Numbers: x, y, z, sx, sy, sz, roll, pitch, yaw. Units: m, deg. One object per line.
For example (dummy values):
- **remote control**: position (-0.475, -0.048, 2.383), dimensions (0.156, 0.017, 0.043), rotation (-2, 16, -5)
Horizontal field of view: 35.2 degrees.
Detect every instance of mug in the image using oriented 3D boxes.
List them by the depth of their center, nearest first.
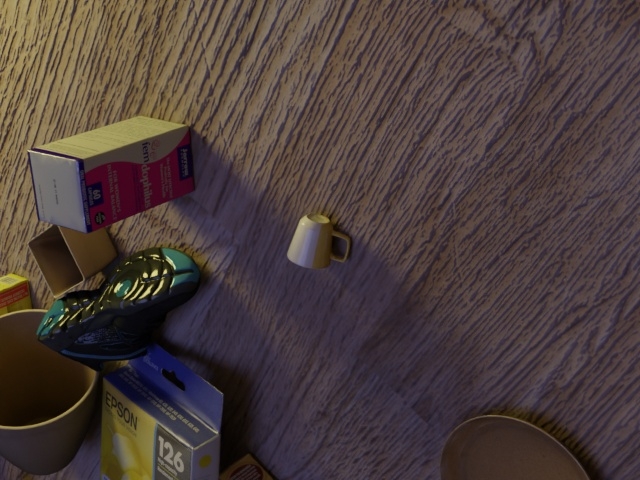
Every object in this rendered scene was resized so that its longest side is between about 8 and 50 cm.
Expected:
- **mug**: position (-0.003, -0.002, 1.411), dimensions (0.062, 0.078, 0.064), rotation (-130, 48, -57)

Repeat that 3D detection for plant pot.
- **plant pot**: position (0.266, 0.333, 1.338), dimensions (0.236, 0.032, 0.236), rotation (16, 118, 33)
- **plant pot**: position (-0.415, 0.020, 1.725), dimensions (0.109, 0.096, 0.109), rotation (-26, 90, 44)
- **plant pot**: position (-0.526, 0.310, 1.870), dimensions (0.256, 0.256, 0.274), rotation (35, 144, 23)

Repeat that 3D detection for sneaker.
- **sneaker**: position (-0.312, 0.118, 1.683), dimensions (0.341, 0.125, 0.139), rotation (-23, 127, 32)

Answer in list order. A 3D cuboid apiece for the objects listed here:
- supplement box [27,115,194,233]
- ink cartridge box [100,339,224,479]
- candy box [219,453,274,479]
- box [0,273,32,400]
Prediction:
- **supplement box**: position (-0.305, -0.103, 1.497), dimensions (0.114, 0.220, 0.111), rotation (13, 117, 34)
- **ink cartridge box**: position (-0.275, 0.343, 1.699), dimensions (0.304, 0.072, 0.307), rotation (25, 118, 47)
- **candy box**: position (-0.067, 0.528, 1.661), dimensions (0.316, 0.088, 0.183), rotation (44, 131, 18)
- **box**: position (-0.600, 0.188, 1.961), dimensions (0.058, 0.087, 0.232), rotation (12, 114, 34)
